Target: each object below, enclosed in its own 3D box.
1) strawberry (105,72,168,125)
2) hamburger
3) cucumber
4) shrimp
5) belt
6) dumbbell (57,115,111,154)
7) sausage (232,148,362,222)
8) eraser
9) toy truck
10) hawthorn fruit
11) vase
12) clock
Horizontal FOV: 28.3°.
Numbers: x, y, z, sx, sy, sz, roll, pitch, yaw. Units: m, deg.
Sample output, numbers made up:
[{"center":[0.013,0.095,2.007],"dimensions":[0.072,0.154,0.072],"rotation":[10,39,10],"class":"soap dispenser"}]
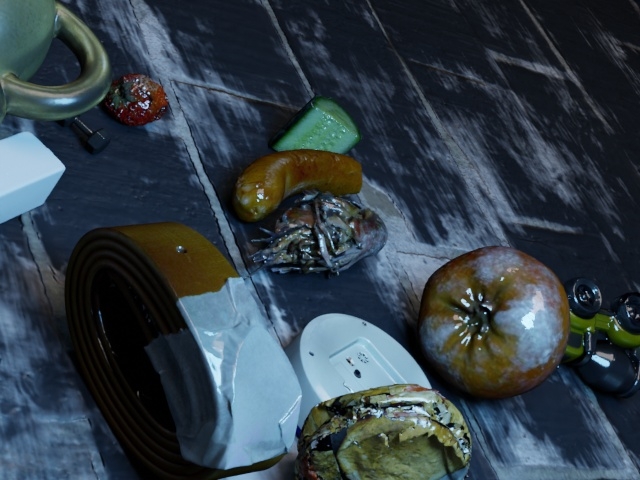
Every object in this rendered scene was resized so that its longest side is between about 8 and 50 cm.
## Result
[{"center":[-0.275,-0.213,1.921],"dimensions":[0.096,0.083,0.083],"rotation":[24,35,-39],"class":"strawberry"},{"center":[0.075,0.261,1.562],"dimensions":[0.231,0.231,0.107],"rotation":[25,34,-22],"class":"hamburger"},{"center":[-0.008,-0.180,2.126],"dimensions":[0.116,0.115,0.062],"rotation":[31,32,-29],"class":"cucumber"},{"center":[-0.006,0.001,1.894],"dimensions":[0.145,0.116,0.343],"rotation":[42,28,18],"class":"shrimp"},{"center":[-0.165,0.129,1.481],"dimensions":[0.122,0.217,0.339],"rotation":[-7,57,-49],"class":"belt"},{"center":[-0.341,-0.163,1.827],"dimensions":[0.083,0.040,0.036],"rotation":[43,1,4],"class":"dumbbell"},{"center":[-0.044,-0.096,2.011],"dimensions":[0.103,0.076,0.302],"rotation":[50,34,17],"class":"sausage"},{"center":[-0.442,-0.050,1.549],"dimensions":[0.076,0.078,0.298],"rotation":[44,32,7],"class":"eraser"},{"center":[0.455,0.170,2.156],"dimensions":[0.224,0.147,0.165],"rotation":[18,60,-26],"class":"toy truck"},{"center":[0.258,0.130,1.936],"dimensions":[0.235,0.263,0.231],"rotation":[34,68,6],"class":"hawthorn fruit"},{"center":[-0.431,-0.244,1.631],"dimensions":[0.329,0.241,0.302],"rotation":[13,46,-11],"class":"vase"},{"center":[0.050,0.208,1.735],"dimensions":[0.230,0.083,0.230],"rotation":[24,36,-19],"class":"clock"}]
